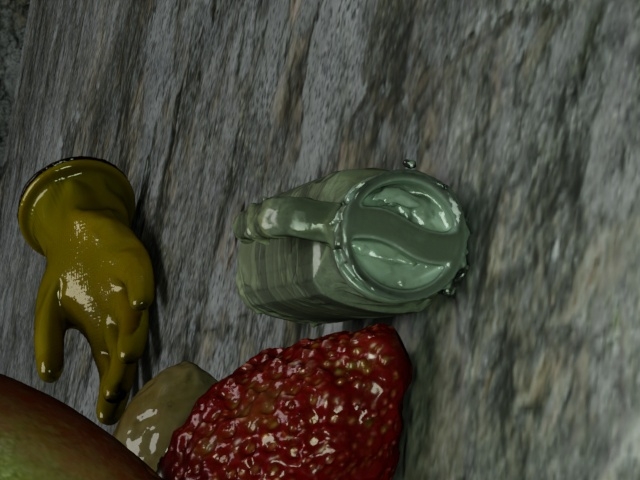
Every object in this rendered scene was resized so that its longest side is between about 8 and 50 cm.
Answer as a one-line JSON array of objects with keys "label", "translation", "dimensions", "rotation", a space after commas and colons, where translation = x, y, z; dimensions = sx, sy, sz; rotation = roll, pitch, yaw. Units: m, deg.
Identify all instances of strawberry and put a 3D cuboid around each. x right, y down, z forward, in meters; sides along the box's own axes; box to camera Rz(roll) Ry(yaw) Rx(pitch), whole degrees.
[{"label": "strawberry", "translation": [-0.008, 0.113, 0.990], "dimensions": [0.131, 0.148, 0.131], "rotation": [62, -175, -9]}]

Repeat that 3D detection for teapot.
[{"label": "teapot", "translation": [0.000, 0.000, 1.013], "dimensions": [0.200, 0.107, 0.077], "rotation": [164, 118, -72]}]

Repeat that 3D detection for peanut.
[{"label": "peanut", "translation": [-0.103, 0.207, 1.265], "dimensions": [0.117, 0.101, 0.263], "rotation": [-23, 52, 42]}]

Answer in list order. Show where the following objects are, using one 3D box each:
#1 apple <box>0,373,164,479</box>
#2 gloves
[{"label": "apple", "translation": [-0.185, 0.225, 0.820], "dimensions": [0.348, 0.277, 0.348], "rotation": [-19, 55, 29]}, {"label": "gloves", "translation": [-0.206, 0.046, 1.750], "dimensions": [0.294, 0.116, 0.133], "rotation": [-114, 29, -53]}]
